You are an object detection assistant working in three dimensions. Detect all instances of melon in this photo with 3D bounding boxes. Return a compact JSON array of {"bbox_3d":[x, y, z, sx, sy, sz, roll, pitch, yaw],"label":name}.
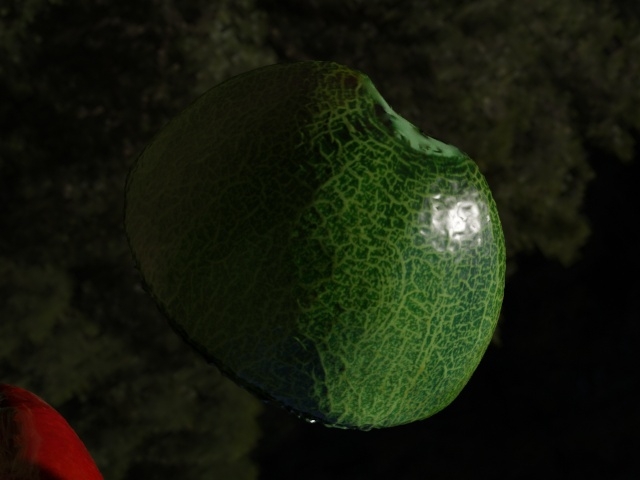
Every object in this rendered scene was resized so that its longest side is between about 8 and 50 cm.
[{"bbox_3d":[0.000,0.000,0.993,0.169,0.265,0.129,-54,179,32],"label":"melon"}]

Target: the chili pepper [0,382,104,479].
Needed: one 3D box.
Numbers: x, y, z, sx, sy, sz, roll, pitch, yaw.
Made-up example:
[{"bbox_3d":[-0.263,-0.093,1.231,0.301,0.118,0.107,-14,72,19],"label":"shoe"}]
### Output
[{"bbox_3d":[-0.106,0.181,0.495,0.137,0.092,0.368,-40,-153,40],"label":"chili pepper"}]
